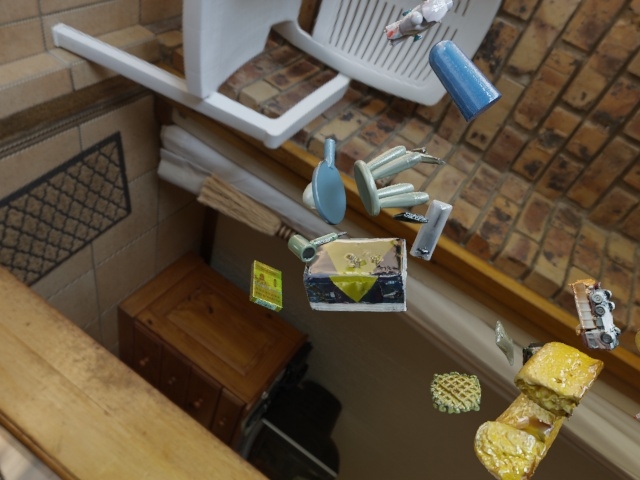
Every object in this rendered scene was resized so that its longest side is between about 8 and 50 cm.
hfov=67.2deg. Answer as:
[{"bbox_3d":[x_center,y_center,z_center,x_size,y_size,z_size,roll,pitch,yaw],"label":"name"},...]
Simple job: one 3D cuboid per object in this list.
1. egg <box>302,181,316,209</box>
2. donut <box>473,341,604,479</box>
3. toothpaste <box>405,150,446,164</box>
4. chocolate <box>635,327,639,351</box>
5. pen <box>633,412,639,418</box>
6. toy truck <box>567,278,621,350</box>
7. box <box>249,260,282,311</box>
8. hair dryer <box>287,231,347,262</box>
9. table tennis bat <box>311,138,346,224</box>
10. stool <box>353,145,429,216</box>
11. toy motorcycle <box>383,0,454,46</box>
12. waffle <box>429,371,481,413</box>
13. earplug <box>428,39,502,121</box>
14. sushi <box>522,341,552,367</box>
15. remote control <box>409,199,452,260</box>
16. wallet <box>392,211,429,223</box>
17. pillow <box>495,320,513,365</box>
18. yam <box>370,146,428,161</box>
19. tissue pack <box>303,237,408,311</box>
[{"bbox_3d":[0.005,-0.223,2.318,0.209,0.151,0.151,-29,154,-34],"label":"egg"},{"bbox_3d":[0.606,0.474,1.351,0.377,0.163,0.435,8,112,-54],"label":"donut"},{"bbox_3d":[0.405,-0.338,1.970,0.062,0.239,0.039,20,93,-42],"label":"toothpaste"},{"bbox_3d":[1.311,0.285,1.707,0.162,0.162,0.446,-50,160,-31],"label":"chocolate"},{"bbox_3d":[1.070,0.514,1.493,0.026,0.026,0.218,-44,174,-48],"label":"pen"},{"bbox_3d":[1.059,0.288,1.868,0.114,0.271,0.135,-8,175,-40],"label":"toy truck"},{"bbox_3d":[-0.202,0.167,1.794,0.030,0.121,0.193,-49,-152,29],"label":"box"},{"bbox_3d":[0.000,0.000,1.171,0.150,0.071,0.047,-22,124,-22],"label":"hair dryer"},{"bbox_3d":[0.035,-0.219,1.803,0.215,0.044,0.329,17,68,-54],"label":"table tennis bat"},{"bbox_3d":[0.231,-0.202,1.619,0.198,0.195,0.195,-20,-158,-6],"label":"stool"},{"bbox_3d":[0.348,-0.787,1.717,0.260,0.110,0.171,-21,-170,24],"label":"toy motorcycle"},{"bbox_3d":[0.553,0.621,1.976,0.214,0.207,0.054,-62,145,-56],"label":"waffle"},{"bbox_3d":[0.459,-0.539,1.588,0.132,0.273,0.132,-35,174,-4],"label":"earplug"},{"bbox_3d":[0.858,0.453,1.841,0.225,0.124,0.127,5,81,-44],"label":"sushi"},{"bbox_3d":[0.560,-0.046,2.432,0.055,0.109,0.313,-83,-169,-71],"label":"remote control"},{"bbox_3d":[0.290,-0.073,1.539,0.129,0.088,0.026,176,-72,-83],"label":"wallet"},{"bbox_3d":[0.797,0.443,2.079,0.033,0.217,0.130,-13,-137,37],"label":"pillow"},{"bbox_3d":[0.385,-0.413,2.389,0.045,0.326,0.045,-18,100,-43],"label":"yam"},{"bbox_3d":[0.161,0.147,2.039,0.264,0.416,0.253,-77,163,-44],"label":"tissue pack"}]
